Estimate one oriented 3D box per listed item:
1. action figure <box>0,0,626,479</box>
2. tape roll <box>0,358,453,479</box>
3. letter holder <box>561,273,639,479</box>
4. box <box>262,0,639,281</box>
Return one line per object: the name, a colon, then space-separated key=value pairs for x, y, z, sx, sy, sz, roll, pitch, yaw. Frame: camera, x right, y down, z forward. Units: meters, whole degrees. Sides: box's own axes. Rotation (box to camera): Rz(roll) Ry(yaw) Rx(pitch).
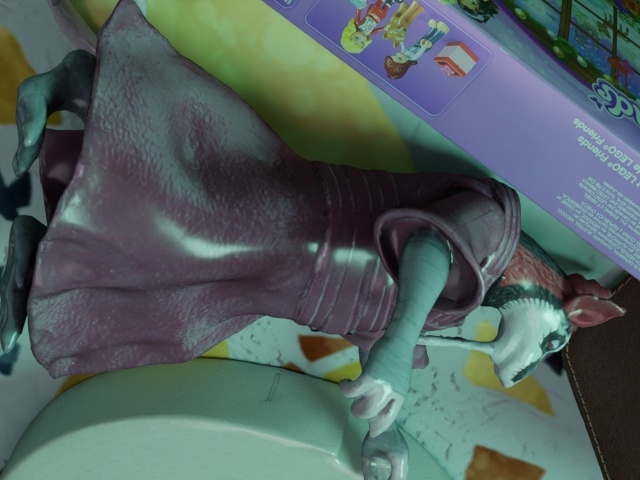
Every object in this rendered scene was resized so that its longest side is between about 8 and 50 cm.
action figure: x=0.000 y=0.000 z=0.876 sx=0.370 sy=0.275 sz=0.248 roll=5 pitch=160 yaw=-12
tape roll: x=-0.066 y=0.258 z=1.100 sx=0.392 sy=0.072 sz=0.392 roll=6 pitch=126 yaw=9
letter holder: x=0.317 y=0.074 z=0.855 sx=0.152 sy=0.214 sz=0.302 roll=18 pitch=134 yaw=-41
box: x=0.107 y=-0.105 z=0.728 sx=0.293 sy=0.201 sz=0.057 roll=35 pitch=125 yaw=-13
